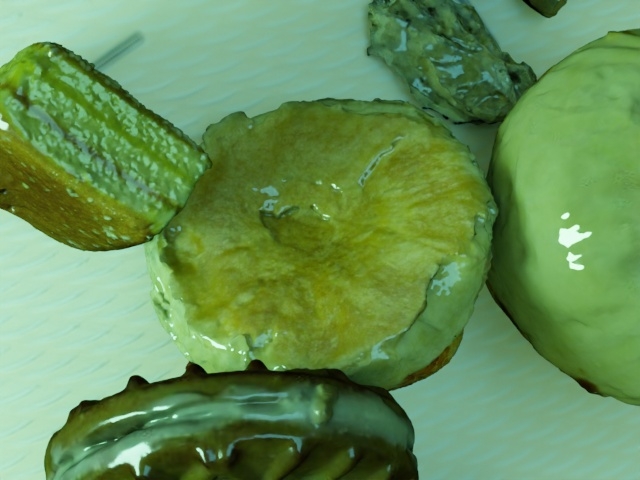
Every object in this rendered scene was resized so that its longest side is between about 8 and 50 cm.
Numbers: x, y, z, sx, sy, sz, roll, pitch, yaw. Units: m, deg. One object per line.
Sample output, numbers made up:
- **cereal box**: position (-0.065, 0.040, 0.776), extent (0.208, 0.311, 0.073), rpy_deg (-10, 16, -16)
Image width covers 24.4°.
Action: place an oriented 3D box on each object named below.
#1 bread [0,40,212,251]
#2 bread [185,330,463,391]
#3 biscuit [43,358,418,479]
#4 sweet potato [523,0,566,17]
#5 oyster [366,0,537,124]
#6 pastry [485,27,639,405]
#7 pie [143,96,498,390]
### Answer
- **bread**: position (-0.224, -0.070, 1.276), extent (0.184, 0.234, 0.110), rpy_deg (37, 70, -17)
- **bread**: position (0.011, 0.110, 1.414), extent (0.269, 0.139, 0.095), rpy_deg (-21, 122, -20)
- **biscuit**: position (-0.076, 0.204, 1.277), extent (0.332, 0.332, 0.103), rpy_deg (6, 58, -22)
- **sweet potato**: position (0.154, -0.302, 1.518), extent (0.285, 0.085, 0.112), rpy_deg (6, 89, -26)
- **oyster**: position (0.141, -0.186, 1.521), extent (0.133, 0.072, 0.209), rpy_deg (-41, 99, -23)
- **pastry**: position (0.331, -0.017, 1.455), extent (0.388, 0.312, 0.388), rpy_deg (7, 77, -34)
- **pie**: position (0.000, 0.000, 1.359), extent (0.339, 0.083, 0.339), rpy_deg (-2, 58, 4)
